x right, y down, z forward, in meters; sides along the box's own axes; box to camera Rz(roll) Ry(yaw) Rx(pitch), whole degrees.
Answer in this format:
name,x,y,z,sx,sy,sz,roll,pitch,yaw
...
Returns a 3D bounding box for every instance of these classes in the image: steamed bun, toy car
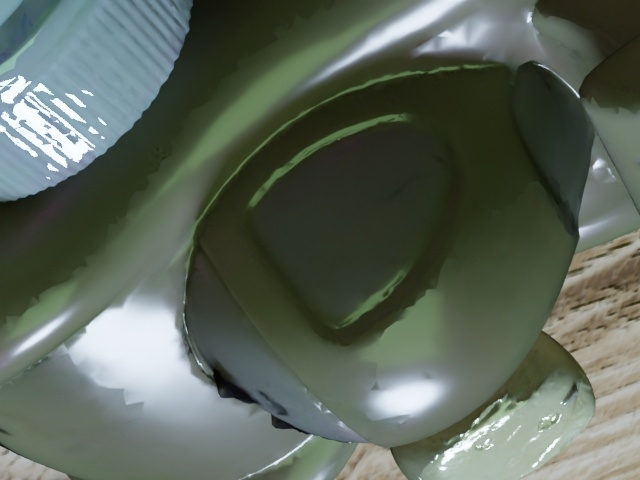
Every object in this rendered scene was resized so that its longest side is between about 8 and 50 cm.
name,x,y,z,sx,sy,sz,roll,pitch,yaw
steamed bun,0.102,0.101,0.766,0.130,0.091,0.112,-38,138,11
toy car,0.000,0.000,0.464,0.336,0.226,0.242,-38,143,6

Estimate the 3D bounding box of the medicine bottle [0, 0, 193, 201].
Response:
name,x,y,z,sx,sy,sz,roll,pitch,yaw
medicine bottle,-0.141,-0.111,0.306,0.139,0.139,0.225,-37,143,6
